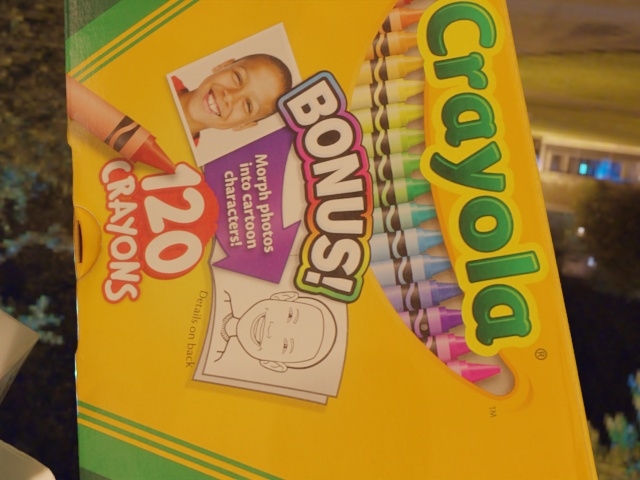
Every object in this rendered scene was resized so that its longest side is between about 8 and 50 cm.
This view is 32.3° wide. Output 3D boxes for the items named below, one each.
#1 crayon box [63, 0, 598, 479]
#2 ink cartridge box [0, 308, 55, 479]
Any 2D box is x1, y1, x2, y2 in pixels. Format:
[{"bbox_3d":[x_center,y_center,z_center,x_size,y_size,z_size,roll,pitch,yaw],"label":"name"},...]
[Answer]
[{"bbox_3d":[0.000,0.000,0.409,0.165,0.278,0.081,-10,159,8],"label":"crayon box"},{"bbox_3d":[-0.355,0.109,0.816,0.353,0.207,0.119,34,-153,-2],"label":"ink cartridge box"}]
